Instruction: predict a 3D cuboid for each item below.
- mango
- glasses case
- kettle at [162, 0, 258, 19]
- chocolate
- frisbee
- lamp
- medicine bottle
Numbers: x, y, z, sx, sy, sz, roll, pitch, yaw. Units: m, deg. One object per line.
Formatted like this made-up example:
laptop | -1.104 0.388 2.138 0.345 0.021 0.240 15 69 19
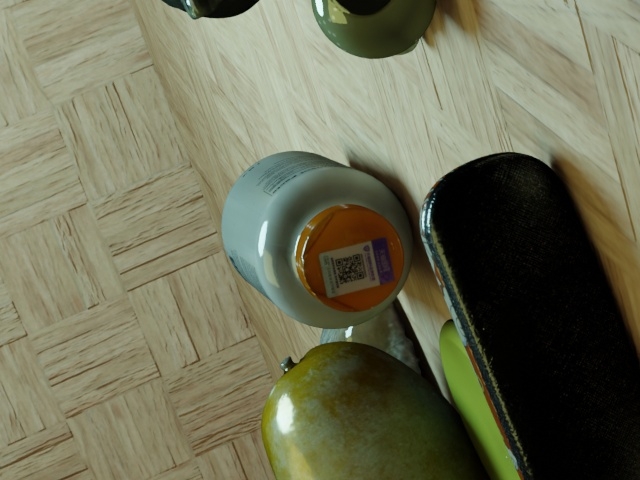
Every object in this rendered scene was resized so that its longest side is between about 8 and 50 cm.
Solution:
mango | 0.086 0.268 1.934 0.384 0.199 0.221 46 -154 11
glasses case | 0.153 0.069 1.294 0.067 0.103 0.267 -170 58 -79
kettle | -0.135 -0.325 1.706 0.251 0.207 0.271 39 160 58
chocolate | 0.056 0.157 2.185 0.185 0.100 0.303 63 175 2
frisbee | 0.167 0.183 1.806 0.236 0.017 0.236 156 90 -81
lamp | 0.046 -0.171 1.410 0.091 0.091 0.163 65 -174 11
medicine bottle | 0.000 0.000 1.867 0.288 0.157 0.157 -148 36 -75
